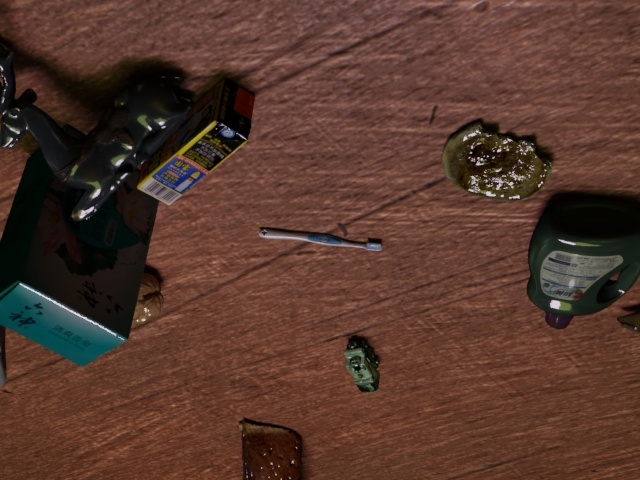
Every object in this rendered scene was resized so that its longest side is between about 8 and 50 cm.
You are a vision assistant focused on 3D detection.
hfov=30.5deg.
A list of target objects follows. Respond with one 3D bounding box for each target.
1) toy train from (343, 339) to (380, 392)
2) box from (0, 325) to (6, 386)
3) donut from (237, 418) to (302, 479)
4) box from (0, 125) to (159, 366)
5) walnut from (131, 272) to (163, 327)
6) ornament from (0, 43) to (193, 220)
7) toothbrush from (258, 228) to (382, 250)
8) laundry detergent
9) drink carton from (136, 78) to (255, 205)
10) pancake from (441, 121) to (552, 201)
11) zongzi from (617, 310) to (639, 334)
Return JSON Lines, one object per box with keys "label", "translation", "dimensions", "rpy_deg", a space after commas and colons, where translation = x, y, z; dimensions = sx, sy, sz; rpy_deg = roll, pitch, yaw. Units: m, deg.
{"label": "toy train", "translation": [0.061, 0.182, 1.722], "dimensions": [0.033, 0.053, 0.083], "rpy_deg": [-10, 140, 22]}
{"label": "box", "translation": [-0.497, 0.131, 1.667], "dimensions": [0.093, 0.172, 0.124], "rpy_deg": [-5, 144, -9]}
{"label": "donut", "translation": [-0.083, 0.436, 2.002], "dimensions": [0.112, 0.151, 0.295], "rpy_deg": [-4, 141, -2]}
{"label": "box", "translation": [-0.291, 0.006, 1.399], "dimensions": [0.153, 0.244, 0.092], "rpy_deg": [34, 133, -31]}
{"label": "walnut", "translation": [-0.267, 0.081, 1.630], "dimensions": [0.096, 0.082, 0.079], "rpy_deg": [-9, 111, 22]}
{"label": "ornament", "translation": [-0.284, -0.164, 1.300], "dimensions": [0.236, 0.080, 0.202], "rpy_deg": [43, 96, -16]}
{"label": "toothbrush", "translation": [0.000, 0.000, 1.532], "dimensions": [0.162, 0.014, 0.017], "rpy_deg": [6, 156, 2]}
{"label": "laundry detergent", "translation": [0.331, 0.042, 1.479], "dimensions": [0.144, 0.078, 0.221], "rpy_deg": [0, 141, 2]}
{"label": "drink carton", "translation": [-0.144, -0.112, 1.365], "dimensions": [0.056, 0.071, 0.166], "rpy_deg": [28, 138, -30]}
{"label": "pancake", "translation": [0.204, -0.087, 1.381], "dimensions": [0.130, 0.022, 0.116], "rpy_deg": [19, 141, -7]}
{"label": "zongzi", "translation": [0.514, 0.131, 1.571], "dimensions": [0.176, 0.078, 0.160], "rpy_deg": [-15, 138, 41]}
